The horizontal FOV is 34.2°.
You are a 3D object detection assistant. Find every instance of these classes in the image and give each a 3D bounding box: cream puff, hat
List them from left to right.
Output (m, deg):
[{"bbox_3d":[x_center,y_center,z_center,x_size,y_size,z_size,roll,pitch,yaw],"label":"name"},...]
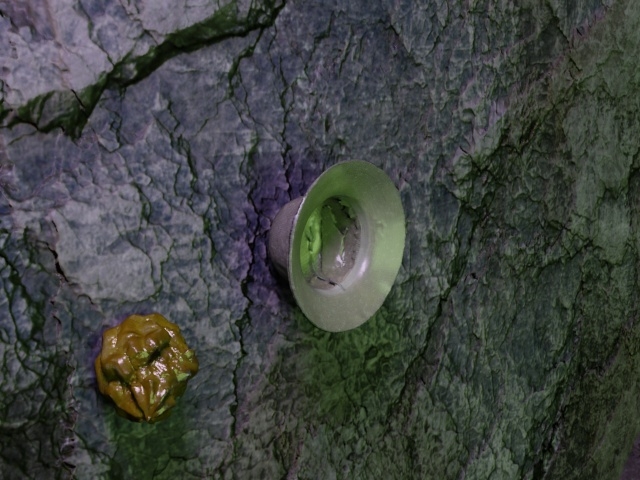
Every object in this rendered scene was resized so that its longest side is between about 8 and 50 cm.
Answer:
[{"bbox_3d":[-0.219,0.168,1.353,0.146,0.116,0.146,-11,106,-42],"label":"cream puff"},{"bbox_3d":[0.000,0.000,1.543,0.257,0.130,0.257,-12,106,-45],"label":"hat"}]
